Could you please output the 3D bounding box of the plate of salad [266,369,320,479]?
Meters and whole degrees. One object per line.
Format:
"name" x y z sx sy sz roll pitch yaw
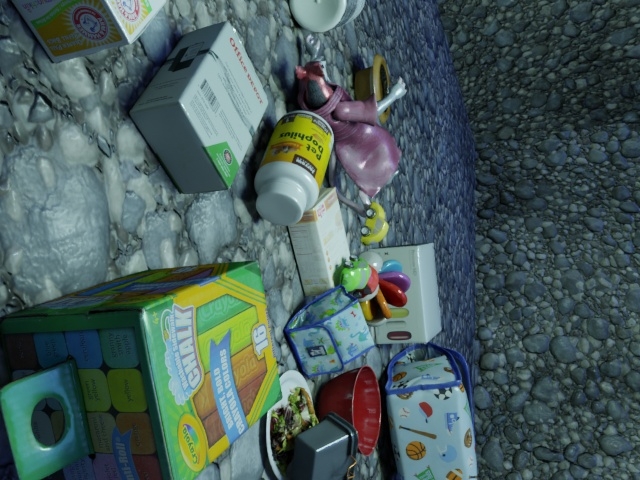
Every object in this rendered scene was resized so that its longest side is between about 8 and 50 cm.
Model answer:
"plate of salad" -0.044 0.338 1.112 0.200 0.048 0.200 -5 90 -68

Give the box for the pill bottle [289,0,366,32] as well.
"pill bottle" 0.029 -0.552 1.383 0.246 0.130 0.131 -54 134 -59

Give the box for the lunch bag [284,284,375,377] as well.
"lunch bag" 0.015 0.183 1.193 0.096 0.151 0.129 42 -24 58

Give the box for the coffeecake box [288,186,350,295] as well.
"coffeecake box" 0.000 0.000 1.266 0.142 0.068 0.186 -48 129 -61

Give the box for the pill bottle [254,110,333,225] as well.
"pill bottle" -0.050 -0.131 1.111 0.117 0.117 0.215 63 30 -41

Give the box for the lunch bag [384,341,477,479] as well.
"lunch bag" 0.312 0.488 1.714 0.385 0.238 0.328 -40 122 -82

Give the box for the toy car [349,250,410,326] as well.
"toy car" 0.157 0.118 1.528 0.159 0.136 0.182 62 31 -42

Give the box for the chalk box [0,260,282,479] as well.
"chalk box" -0.189 0.139 0.634 0.289 0.179 0.180 -27 109 -66

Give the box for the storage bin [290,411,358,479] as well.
"storage bin" 0.005 0.389 1.071 0.091 0.098 0.135 -10 114 -41

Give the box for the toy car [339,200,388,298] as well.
"toy car" 0.094 0.054 1.310 0.225 0.053 0.239 -46 146 -63

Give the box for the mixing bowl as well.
"mixing bowl" 0.054 0.353 1.278 0.181 0.098 0.182 -5 90 -67

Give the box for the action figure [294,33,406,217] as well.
"action figure" 0.028 -0.261 1.320 0.276 0.248 0.370 -58 146 -1

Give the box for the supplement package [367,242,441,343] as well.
"supplement package" 0.241 0.143 1.717 0.204 0.145 0.262 -5 90 -68

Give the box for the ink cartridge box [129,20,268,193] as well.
"ink cartridge box" -0.165 -0.193 0.887 0.208 0.086 0.153 -73 148 -41

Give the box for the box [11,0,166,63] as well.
"box" -0.268 -0.305 0.630 0.103 0.114 0.203 -74 150 -42

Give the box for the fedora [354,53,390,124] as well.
"fedora" 0.142 -0.417 1.690 0.194 0.079 0.195 -1 90 -72
